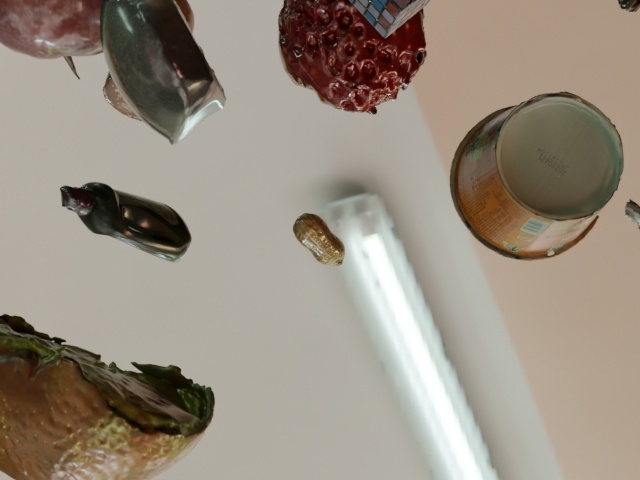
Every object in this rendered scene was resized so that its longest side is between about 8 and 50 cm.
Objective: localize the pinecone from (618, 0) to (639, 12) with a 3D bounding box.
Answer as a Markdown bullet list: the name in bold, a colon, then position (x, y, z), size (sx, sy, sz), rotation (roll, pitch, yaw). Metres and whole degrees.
- **pinecone**: position (0.504, -0.402, 1.672), size (0.264, 0.264, 0.264), rotation (-15, -90, -69)

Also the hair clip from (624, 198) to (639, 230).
- **hair clip**: position (0.488, -0.017, 1.668), size (0.172, 0.116, 0.049), rotation (10, -80, -59)

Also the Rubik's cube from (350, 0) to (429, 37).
- **Rubik's cube**: position (0.100, -0.354, 1.673), size (0.092, 0.092, 0.092), rotation (49, 162, 3)

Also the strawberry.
- **strawberry**: position (0.043, -0.432, 2.276), size (0.317, 0.295, 0.345), rotation (-86, -18, -55)

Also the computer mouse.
- **computer mouse**: position (-0.203, -0.225, 1.514), size (0.203, 0.114, 0.374), rotation (62, -179, -7)

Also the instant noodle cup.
- **instant noodle cup**: position (0.305, -0.097, 1.668), size (0.182, 0.230, 0.230), rotation (110, 149, -81)

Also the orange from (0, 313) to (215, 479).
- **orange**: position (-0.293, 0.199, 1.460), size (0.262, 0.334, 0.196), rotation (-18, -64, -69)

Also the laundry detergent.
- **laundry detergent**: position (-0.309, -0.036, 1.887), size (0.221, 0.078, 0.144), rotation (22, -162, -50)

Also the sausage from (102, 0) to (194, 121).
- **sausage**: position (-0.291, -0.332, 2.111), size (0.123, 0.123, 0.253), rotation (55, -147, -42)

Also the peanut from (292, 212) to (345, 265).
- **peanut**: position (0.000, 0.000, 1.766), size (0.113, 0.054, 0.054), rotation (48, -146, -40)

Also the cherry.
- **cherry**: position (-0.400, -0.377, 1.839), size (0.213, 0.236, 0.285), rotation (-108, 7, -57)
